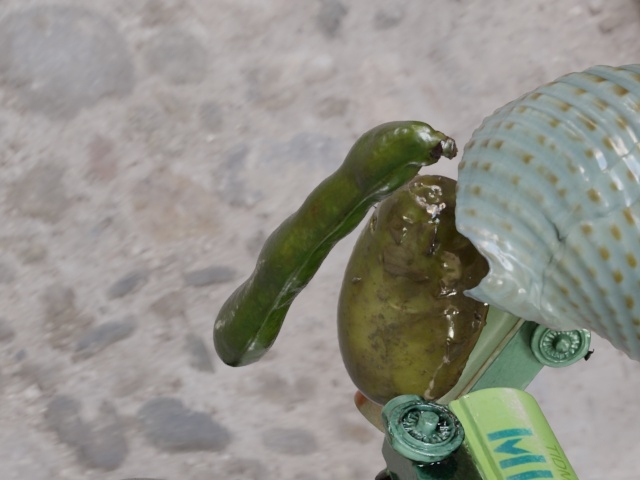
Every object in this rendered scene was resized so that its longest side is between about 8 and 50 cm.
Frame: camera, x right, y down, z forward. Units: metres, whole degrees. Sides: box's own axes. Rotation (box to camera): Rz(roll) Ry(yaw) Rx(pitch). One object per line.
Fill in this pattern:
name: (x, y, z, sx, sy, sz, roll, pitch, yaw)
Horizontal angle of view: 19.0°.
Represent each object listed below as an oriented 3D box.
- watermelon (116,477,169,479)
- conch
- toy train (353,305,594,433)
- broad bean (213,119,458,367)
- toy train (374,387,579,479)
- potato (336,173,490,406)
watermelon: (-0.144, 0.290, 1.518, 0.212, 0.212, 0.212, 5, 77, -23)
conch: (0.288, -0.032, 1.650, 0.319, 0.215, 0.303, 1, 61, -37)
toy train: (0.162, 0.116, 2.030, 0.177, 0.116, 0.285, 29, 113, -19)
broad bean: (-0.001, 0.000, 1.193, 0.053, 0.256, 0.052, 50, 39, 8)
toy train: (0.135, 0.204, 1.381, 0.157, 0.105, 0.253, -6, 42, -19)
potato: (0.093, 0.053, 1.872, 0.149, 0.113, 0.251, 13, 111, 13)
